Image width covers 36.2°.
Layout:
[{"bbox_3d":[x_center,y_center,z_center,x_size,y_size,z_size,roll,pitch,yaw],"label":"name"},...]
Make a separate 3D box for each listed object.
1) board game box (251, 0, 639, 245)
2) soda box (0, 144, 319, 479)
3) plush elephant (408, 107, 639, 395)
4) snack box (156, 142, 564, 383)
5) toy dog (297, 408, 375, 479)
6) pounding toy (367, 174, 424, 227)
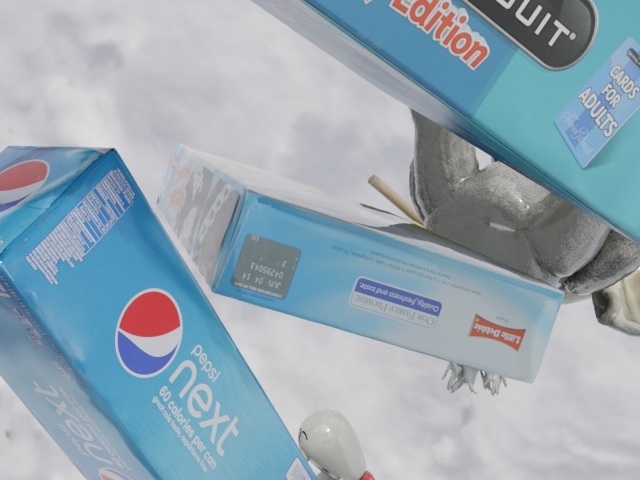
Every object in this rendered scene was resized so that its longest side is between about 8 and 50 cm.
[{"bbox_3d":[-0.016,-0.143,0.404,0.079,0.336,0.254,-56,33,7],"label":"board game box"},{"bbox_3d":[-0.081,0.060,0.424,0.071,0.067,0.210,6,135,38],"label":"soda box"},{"bbox_3d":[0.238,-0.017,1.012,0.272,0.255,0.330,19,111,35],"label":"plush elephant"},{"bbox_3d":[0.000,0.000,0.651,0.322,0.187,0.060,-145,73,-73],"label":"snack box"},{"bbox_3d":[0.028,0.400,1.276,0.334,0.161,0.220,58,162,8],"label":"toy dog"},{"bbox_3d":[0.108,0.049,1.424,0.110,0.183,0.237,-38,37,39],"label":"pounding toy"}]
